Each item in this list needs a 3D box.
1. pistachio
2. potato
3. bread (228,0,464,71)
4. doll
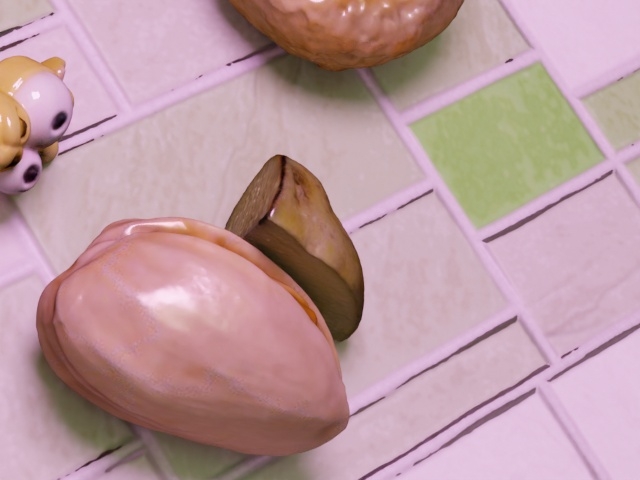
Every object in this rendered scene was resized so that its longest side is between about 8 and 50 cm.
[{"bbox_3d":[-0.082,0.072,1.213,0.229,0.157,0.157,26,60,-15],"label":"pistachio"},{"bbox_3d":[0.000,0.000,1.274,0.120,0.149,0.081,28,66,-11],"label":"potato"},{"bbox_3d":[0.014,-0.247,1.400,0.244,0.134,0.244,9,66,-21],"label":"bread"},{"bbox_3d":[-0.259,-0.081,1.167,0.086,0.117,0.291,32,14,25],"label":"doll"}]
